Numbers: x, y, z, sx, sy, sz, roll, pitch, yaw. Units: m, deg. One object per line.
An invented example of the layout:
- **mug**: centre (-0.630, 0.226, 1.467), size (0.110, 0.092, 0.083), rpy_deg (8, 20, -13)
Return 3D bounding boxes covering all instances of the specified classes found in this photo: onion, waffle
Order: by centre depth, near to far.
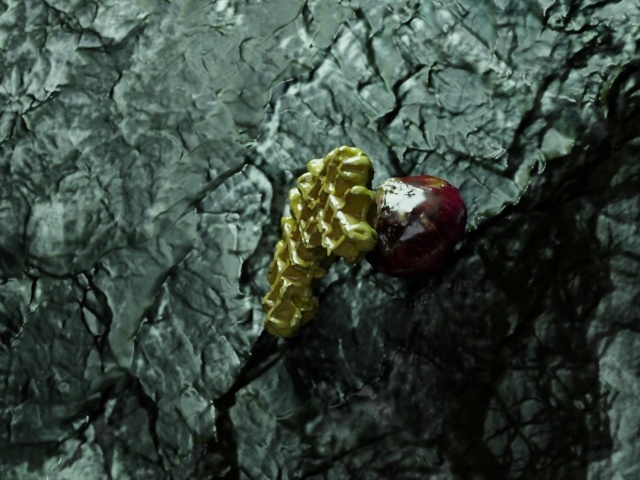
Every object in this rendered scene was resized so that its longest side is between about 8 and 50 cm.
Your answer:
- **waffle**: centre (0.003, 0.001, 1.388), size (0.051, 0.194, 0.149), rpy_deg (12, 66, -22)
- **onion**: centre (0.084, -0.010, 1.405), size (0.107, 0.097, 0.107), rpy_deg (-23, 31, 15)
